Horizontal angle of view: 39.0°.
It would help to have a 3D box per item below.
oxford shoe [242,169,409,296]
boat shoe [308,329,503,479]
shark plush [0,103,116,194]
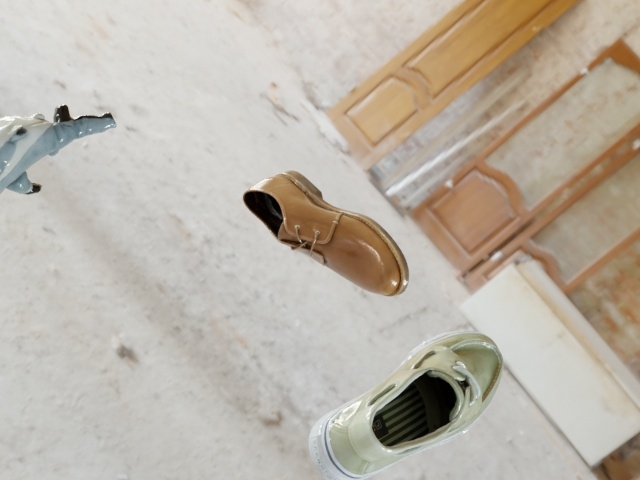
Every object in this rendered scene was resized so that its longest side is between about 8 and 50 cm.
[{"bbox_3d":[0.000,0.000,0.939,0.212,0.076,0.076,34,34,33],"label":"oxford shoe"},{"bbox_3d":[0.118,0.170,0.949,0.302,0.094,0.109,-24,87,-45],"label":"boat shoe"},{"bbox_3d":[-0.233,-0.060,0.680,0.073,0.161,0.067,20,-43,38],"label":"shark plush"}]
